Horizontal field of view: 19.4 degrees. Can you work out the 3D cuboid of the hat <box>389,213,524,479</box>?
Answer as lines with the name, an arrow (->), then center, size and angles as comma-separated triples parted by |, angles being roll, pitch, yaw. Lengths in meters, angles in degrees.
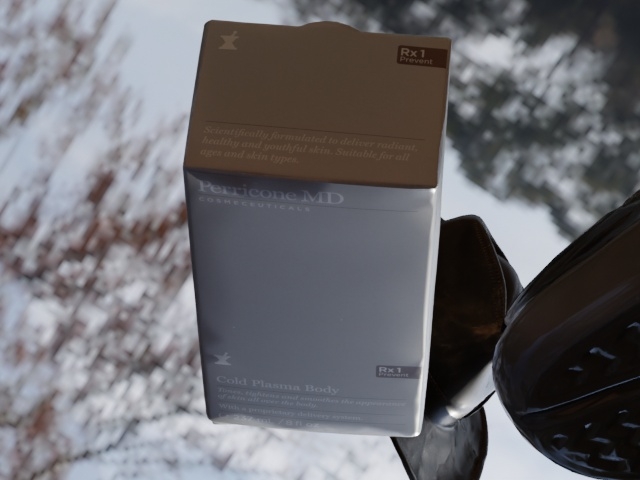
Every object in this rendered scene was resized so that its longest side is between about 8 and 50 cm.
hat -> 0.124, 0.070, 1.667 | 0.331, 0.134, 0.331 | 53, -155, -38

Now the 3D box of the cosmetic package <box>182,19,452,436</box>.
cosmetic package -> 0.000, 0.000, 0.971 | 0.127, 0.238, 0.107 | 3, -123, 5

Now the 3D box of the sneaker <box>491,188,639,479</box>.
sneaker -> 0.133, -0.035, 0.459 | 0.087, 0.227, 0.130 | 49, -171, -36
